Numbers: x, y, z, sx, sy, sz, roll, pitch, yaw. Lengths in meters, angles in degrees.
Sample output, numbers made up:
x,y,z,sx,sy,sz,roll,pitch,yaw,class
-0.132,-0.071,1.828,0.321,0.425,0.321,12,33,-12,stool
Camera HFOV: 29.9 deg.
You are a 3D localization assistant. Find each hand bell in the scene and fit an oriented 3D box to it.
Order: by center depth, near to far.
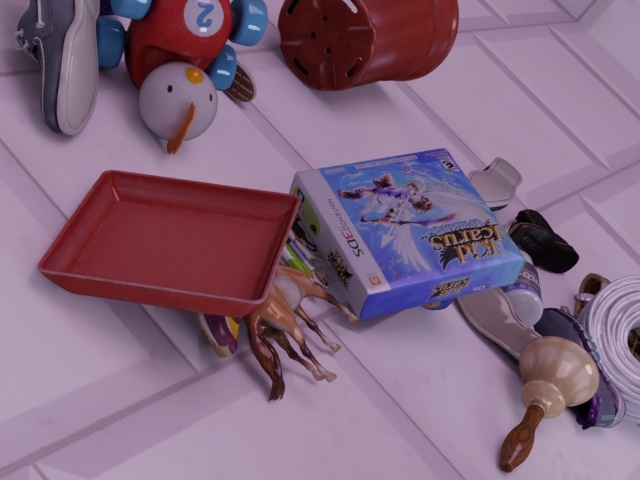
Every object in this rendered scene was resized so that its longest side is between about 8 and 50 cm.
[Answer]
x,y,z,sx,sy,sz,roll,pitch,yaw,class
0.308,0.256,1.728,0.126,0.126,0.242,41,41,1,hand bell

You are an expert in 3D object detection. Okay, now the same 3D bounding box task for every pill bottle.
x,y,z,sx,sy,sz,roll,pitch,yaw,class
0.326,0.078,1.990,0.078,0.078,0.137,32,29,-16,pill bottle

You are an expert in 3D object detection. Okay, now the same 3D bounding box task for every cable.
x,y,z,sx,sy,sz,roll,pitch,yaw,class
0.550,0.179,1.992,0.257,0.089,0.257,-5,60,-8,cable

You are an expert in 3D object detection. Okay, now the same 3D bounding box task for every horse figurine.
x,y,z,sx,sy,sz,roll,pitch,yaw,class
-0.042,0.096,1.536,0.174,0.066,0.263,43,26,-7,horse figurine

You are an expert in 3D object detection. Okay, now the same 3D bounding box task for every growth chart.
x,y,z,sx,sy,sz,roll,pitch,yaw,class
0.000,0.000,1.769,0.172,0.021,0.237,48,29,15,growth chart

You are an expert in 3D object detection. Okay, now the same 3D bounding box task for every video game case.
x,y,z,sx,sy,sz,roll,pitch,yaw,class
0.125,-0.018,1.748,0.269,0.061,0.244,-12,53,-26,video game case

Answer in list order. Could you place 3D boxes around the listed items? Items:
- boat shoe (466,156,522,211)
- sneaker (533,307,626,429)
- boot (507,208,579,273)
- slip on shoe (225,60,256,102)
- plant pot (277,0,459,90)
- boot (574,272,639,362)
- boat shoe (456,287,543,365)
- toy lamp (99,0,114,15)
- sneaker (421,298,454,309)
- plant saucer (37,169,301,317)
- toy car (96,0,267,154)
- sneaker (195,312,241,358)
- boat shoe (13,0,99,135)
x,y,z,sx,sy,sz,roll,pitch,yaw,class
0.301,-0.088,2.193,0.095,0.079,0.254,39,26,2,boat shoe
0.396,0.199,1.906,0.098,0.083,0.224,-1,49,-44,sneaker
0.381,-0.019,2.214,0.198,0.077,0.137,29,23,-47,boot
-0.153,-0.277,1.947,0.135,0.051,0.041,39,16,10,slip on shoe
0.075,-0.398,2.191,0.272,0.272,0.265,46,36,10,plant pot
0.551,0.173,2.111,0.203,0.095,0.262,33,29,-13,boot
0.289,0.141,1.901,0.206,0.075,0.065,45,-15,18,boat shoe
-0.391,-0.386,1.781,0.274,0.080,0.080,2,47,-45,toy lamp
0.190,0.000,1.907,0.131,0.112,0.296,39,32,-39,sneaker
-0.170,0.006,1.424,0.259,0.048,0.258,7,30,6,plant saucer
-0.196,-0.234,1.695,0.219,0.210,0.238,8,54,-30,toy car
-0.112,0.059,1.462,0.070,0.083,0.185,68,3,-47,sneaker
-0.361,-0.275,1.625,0.099,0.116,0.320,-5,61,5,boat shoe
